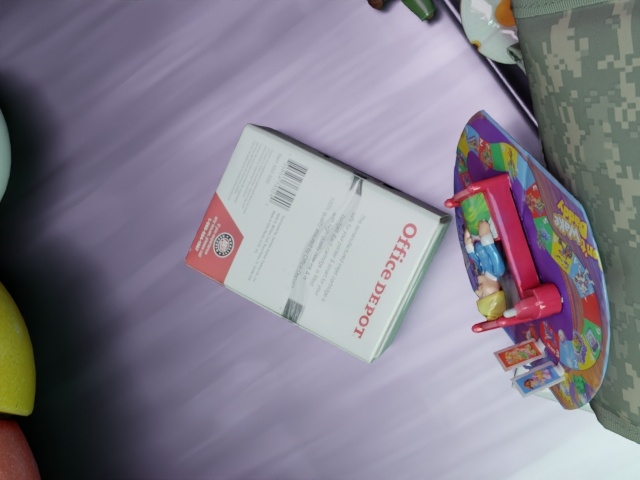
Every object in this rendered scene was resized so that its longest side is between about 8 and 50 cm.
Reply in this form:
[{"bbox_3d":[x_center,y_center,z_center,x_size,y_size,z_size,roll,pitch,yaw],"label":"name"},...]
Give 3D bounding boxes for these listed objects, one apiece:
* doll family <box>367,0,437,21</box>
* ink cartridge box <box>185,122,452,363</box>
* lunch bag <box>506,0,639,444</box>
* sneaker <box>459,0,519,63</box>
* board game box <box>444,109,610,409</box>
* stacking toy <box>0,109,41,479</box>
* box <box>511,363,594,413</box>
[{"bbox_3d":[0.027,-0.227,0.588,0.111,0.076,0.193,-23,82,19],"label":"doll family"},{"bbox_3d":[0.000,0.000,0.610,0.135,0.056,0.099,28,100,12],"label":"ink cartridge box"},{"bbox_3d":[0.222,-0.023,0.427,0.287,0.169,0.235,3,111,52],"label":"lunch bag"},{"bbox_3d":[0.157,-0.191,0.544,0.084,0.083,0.215,45,103,4],"label":"sneaker"},{"bbox_3d":[0.095,0.012,0.529,0.033,0.169,0.133,-16,128,-13],"label":"board game box"},{"bbox_3d":[-0.282,0.111,0.604,0.350,0.350,0.480,8,78,14],"label":"stacking toy"},{"bbox_3d":[0.221,0.042,0.564,0.186,0.038,0.145,17,97,14],"label":"box"}]
